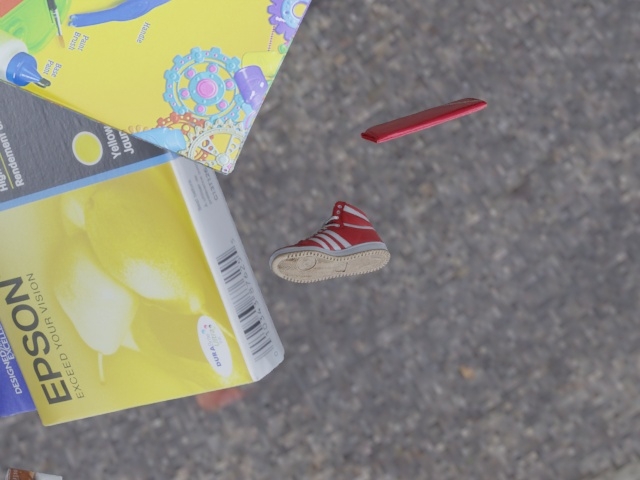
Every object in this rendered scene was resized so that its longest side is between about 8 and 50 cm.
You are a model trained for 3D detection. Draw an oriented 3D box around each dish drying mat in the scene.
[{"bbox_3d":[0.070,-0.082,1.202,0.083,0.032,0.008,-18,106,-16],"label":"dish drying mat"}]

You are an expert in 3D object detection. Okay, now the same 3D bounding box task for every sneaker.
[{"bbox_3d":[0.000,0.000,1.640,0.118,0.067,0.042,-4,139,-26],"label":"sneaker"}]

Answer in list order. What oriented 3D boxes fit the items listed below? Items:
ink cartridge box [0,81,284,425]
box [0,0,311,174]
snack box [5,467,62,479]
[{"bbox_3d":[-0.218,-0.003,1.454,0.307,0.072,0.304,-16,103,26],"label":"ink cartridge box"},{"bbox_3d":[-0.112,-0.237,0.920,0.279,0.177,0.290,23,113,-11],"label":"box"},{"bbox_3d":[-0.334,0.347,2.011,0.064,0.178,0.022,13,144,-18],"label":"snack box"}]
